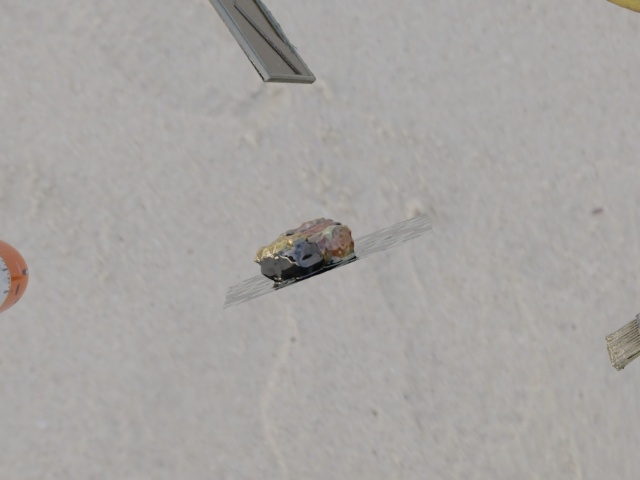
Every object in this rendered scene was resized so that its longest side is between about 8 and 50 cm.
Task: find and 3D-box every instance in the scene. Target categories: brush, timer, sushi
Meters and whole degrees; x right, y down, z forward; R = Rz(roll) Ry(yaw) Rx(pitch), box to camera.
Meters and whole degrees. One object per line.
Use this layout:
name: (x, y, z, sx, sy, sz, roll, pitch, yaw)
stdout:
brush: (0.325, 0.060, 1.436, 0.170, 0.014, 0.043, -38, 37, 29)
timer: (-0.380, 0.043, 1.744, 0.136, 0.136, 0.099, 8, 91, 25)
sushi: (0.000, 0.000, 1.847, 0.264, 0.290, 0.050, -20, 94, 2)

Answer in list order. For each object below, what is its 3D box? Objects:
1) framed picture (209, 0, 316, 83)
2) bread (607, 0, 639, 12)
framed picture: (-0.066, -0.204, 1.457, 0.011, 0.109, 0.149, -37, 80, 21)
bread: (0.381, -0.374, 1.792, 0.268, 0.268, 0.146, 15, 53, 27)
